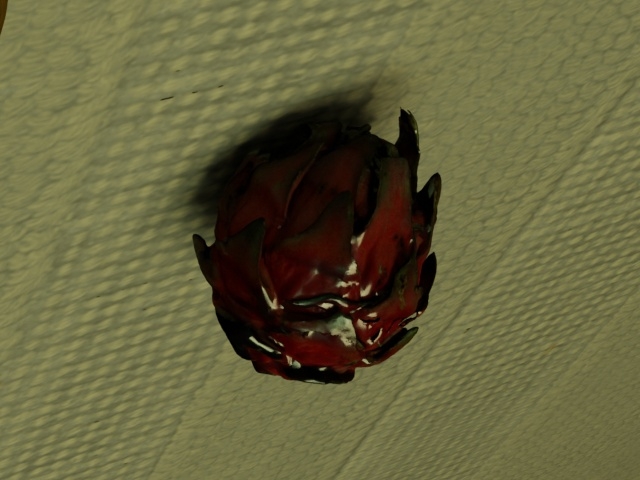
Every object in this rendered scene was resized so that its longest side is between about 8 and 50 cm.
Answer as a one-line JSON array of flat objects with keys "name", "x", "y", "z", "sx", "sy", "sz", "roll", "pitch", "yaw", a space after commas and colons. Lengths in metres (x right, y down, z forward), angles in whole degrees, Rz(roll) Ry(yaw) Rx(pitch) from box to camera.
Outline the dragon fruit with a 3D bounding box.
[{"name": "dragon fruit", "x": -0.001, "y": 0.009, "z": 1.428, "sx": 0.182, "sy": 0.188, "sz": 0.182, "roll": -11, "pitch": -172, "yaw": 1}]

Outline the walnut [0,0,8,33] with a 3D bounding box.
[{"name": "walnut", "x": -0.223, "y": -0.146, "z": 0.768, "sx": 0.209, "sy": 0.209, "sz": 0.336, "roll": -21, "pitch": 146, "yaw": -20}]
